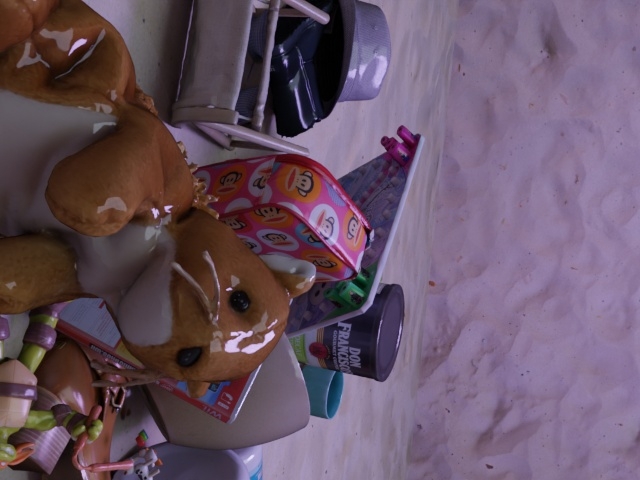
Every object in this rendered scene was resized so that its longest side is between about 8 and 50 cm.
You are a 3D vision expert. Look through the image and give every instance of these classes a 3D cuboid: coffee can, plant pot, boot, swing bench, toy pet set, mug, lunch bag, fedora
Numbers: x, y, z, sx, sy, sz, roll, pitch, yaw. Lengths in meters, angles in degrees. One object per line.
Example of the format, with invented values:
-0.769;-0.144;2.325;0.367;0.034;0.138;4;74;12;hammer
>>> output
0.018;0.170;1.506;0.201;0.275;0.202;8;90;-70;coffee can
-0.170;0.202;1.087;0.191;0.284;0.284;-25;129;-24;plant pot
-0.301;0.236;0.950;0.283;0.109;0.220;68;31;-42;boot
-0.122;-0.282;1.122;0.254;0.165;0.253;15;84;-64;swing bench
-0.242;0.321;0.957;0.114;0.065;0.122;61;-15;5;toy pet set
-0.006;0.378;1.782;0.129;0.097;0.158;-63;153;-43;mug
-0.035;-0.344;1.416;0.246;0.094;0.207;-57;146;-38;boot
-0.075;-0.010;1.105;0.258;0.293;0.120;47;52;-42;lunch bag
0.067;-0.385;1.488;0.243;0.124;0.276;166;-75;-71;fedora

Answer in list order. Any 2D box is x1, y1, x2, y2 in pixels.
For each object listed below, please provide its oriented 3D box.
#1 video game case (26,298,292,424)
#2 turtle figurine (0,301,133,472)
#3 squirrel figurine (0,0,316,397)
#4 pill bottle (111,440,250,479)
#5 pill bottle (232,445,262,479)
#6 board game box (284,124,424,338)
-0.196;0.083;0.929;0.025;0.285;0.204;-53;-171;50;video game case
-0.326;0.156;0.778;0.269;0.087;0.217;15;70;-29;turtle figurine
-0.184;-0.028;0.716;0.281;0.370;0.397;-50;-174;7;squirrel figurine
-0.211;0.516;1.118;0.210;0.210;0.363;-39;135;-62;pill bottle
-0.176;0.467;1.285;0.146;0.146;0.264;-38;133;-62;pill bottle
0.000;0.000;1.330;0.050;0.390;0.390;37;53;-22;board game box
